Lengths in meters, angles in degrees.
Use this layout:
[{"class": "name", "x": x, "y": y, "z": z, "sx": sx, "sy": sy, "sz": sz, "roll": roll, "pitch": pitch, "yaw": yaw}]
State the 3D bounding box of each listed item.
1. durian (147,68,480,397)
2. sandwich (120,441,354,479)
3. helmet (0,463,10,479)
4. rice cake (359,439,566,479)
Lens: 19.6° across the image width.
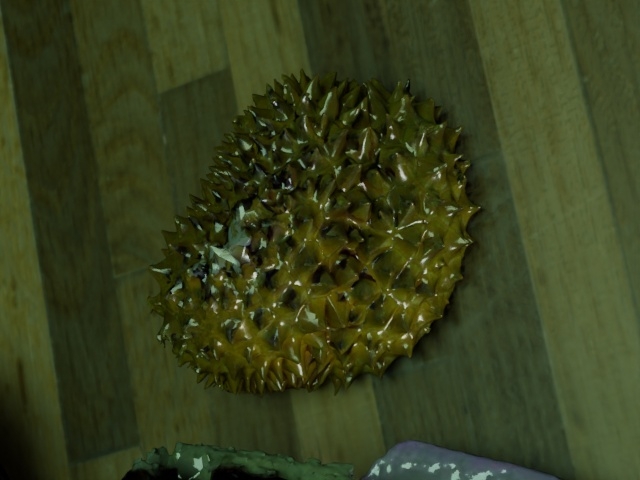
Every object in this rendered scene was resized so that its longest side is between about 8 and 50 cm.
[{"class": "durian", "x": -0.009, "y": -0.005, "z": 1.218, "sx": 0.183, "sy": 0.138, "sz": 0.249, "roll": 29, "pitch": 89, "yaw": 37}, {"class": "sandwich", "x": -0.074, "y": 0.274, "z": 1.132, "sx": 0.262, "sy": 0.131, "sz": 0.325, "roll": 41, "pitch": 104, "yaw": -15}, {"class": "helmet", "x": -0.303, "y": 0.225, "z": 1.310, "sx": 0.230, "sy": 0.160, "sz": 0.279, "roll": -18, "pitch": 58, "yaw": 23}, {"class": "rice cake", "x": 0.201, "y": 0.191, "z": 1.108, "sx": 0.399, "sy": 0.064, "sz": 0.070, "roll": 13, "pitch": 77, "yaw": 29}]
